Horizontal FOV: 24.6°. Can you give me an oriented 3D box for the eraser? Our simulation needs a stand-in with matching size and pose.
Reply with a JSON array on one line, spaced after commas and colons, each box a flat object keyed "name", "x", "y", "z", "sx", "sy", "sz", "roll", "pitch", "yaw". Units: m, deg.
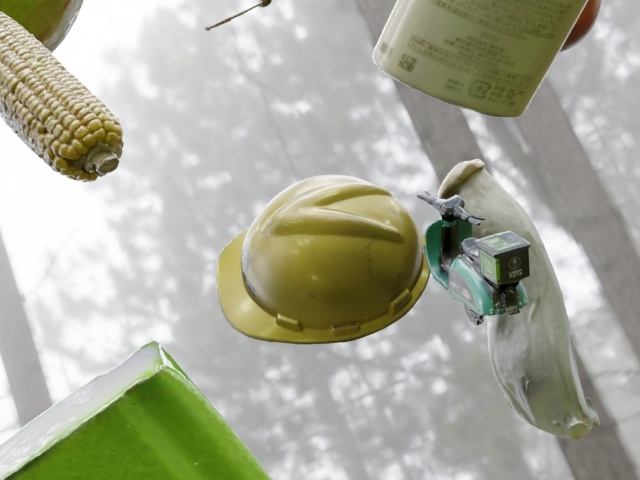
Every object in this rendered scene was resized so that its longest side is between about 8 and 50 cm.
[{"name": "eraser", "x": -0.118, "y": 0.237, "z": 1.093, "sx": 0.210, "sy": 0.274, "sz": 0.092, "roll": -37, "pitch": 8, "yaw": -7}]

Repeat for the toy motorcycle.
[{"name": "toy motorcycle", "x": 0.144, "y": 0.017, "z": 1.416, "sx": 0.058, "sy": 0.173, "sz": 0.100, "roll": -14, "pitch": -65, "yaw": -19}]

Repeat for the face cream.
[{"name": "face cream", "x": 0.193, "y": -0.287, "z": 1.392, "sx": 0.173, "sy": 0.081, "sz": 0.348, "roll": 17, "pitch": -59, "yaw": -15}]

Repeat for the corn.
[{"name": "corn", "x": -0.226, "y": -0.115, "z": 1.158, "sx": 0.068, "sy": 0.207, "sz": 0.068, "roll": -34, "pitch": -32, "yaw": -25}]

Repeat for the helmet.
[{"name": "helmet", "x": 0.000, "y": 0.000, "z": 1.671, "sx": 0.257, "sy": 0.205, "sz": 0.140, "roll": -10, "pitch": -36, "yaw": -3}]

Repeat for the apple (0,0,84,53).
[{"name": "apple", "x": -0.471, "y": -0.342, "z": 1.878, "sx": 0.339, "sy": 0.339, "sz": 0.339, "roll": -18, "pitch": -25, "yaw": -9}]

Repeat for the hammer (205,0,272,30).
[{"name": "hammer", "x": -0.106, "y": -0.292, "z": 1.898, "sx": 0.123, "sy": 0.014, "sz": 0.029, "roll": -35, "pitch": 4, "yaw": -43}]

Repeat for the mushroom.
[{"name": "mushroom", "x": 0.233, "y": 0.070, "z": 1.718, "sx": 0.097, "sy": 0.351, "sz": 0.109, "roll": -24, "pitch": 5, "yaw": -43}]

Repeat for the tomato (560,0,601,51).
[{"name": "tomato", "x": 0.359, "y": -0.387, "z": 2.318, "sx": 0.195, "sy": 0.195, "sz": 0.136, "roll": -8, "pitch": 16, "yaw": -27}]
